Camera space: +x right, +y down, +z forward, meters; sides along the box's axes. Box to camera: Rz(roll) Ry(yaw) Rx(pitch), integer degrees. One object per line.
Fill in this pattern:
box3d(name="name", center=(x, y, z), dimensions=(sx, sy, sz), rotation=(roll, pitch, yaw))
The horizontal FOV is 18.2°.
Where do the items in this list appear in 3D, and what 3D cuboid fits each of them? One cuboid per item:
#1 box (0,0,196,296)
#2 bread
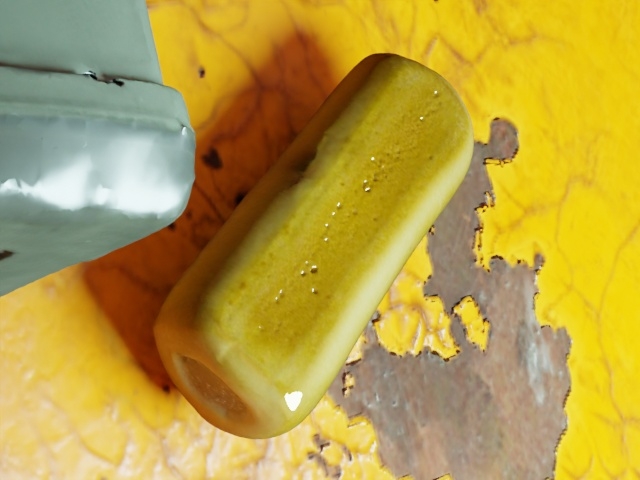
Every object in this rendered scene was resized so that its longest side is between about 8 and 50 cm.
box3d(name="box", center=(-0.163, -0.044, 0.792), dimensions=(0.148, 0.210, 0.129), rotation=(2, 73, -47))
box3d(name="bread", center=(0.000, 0.000, 1.034), dimensions=(0.092, 0.074, 0.239), rotation=(44, 50, -9))
